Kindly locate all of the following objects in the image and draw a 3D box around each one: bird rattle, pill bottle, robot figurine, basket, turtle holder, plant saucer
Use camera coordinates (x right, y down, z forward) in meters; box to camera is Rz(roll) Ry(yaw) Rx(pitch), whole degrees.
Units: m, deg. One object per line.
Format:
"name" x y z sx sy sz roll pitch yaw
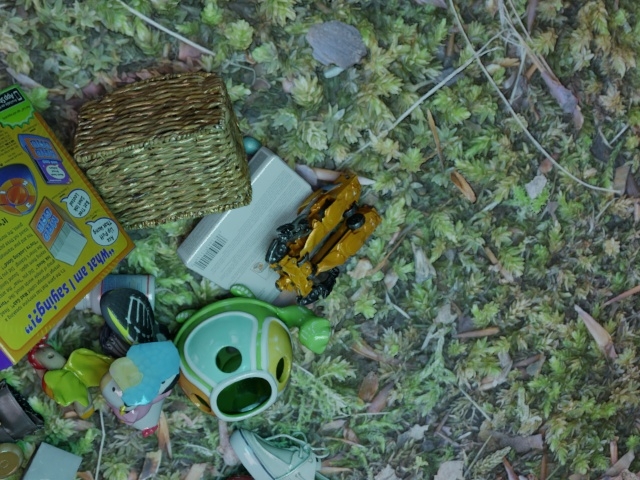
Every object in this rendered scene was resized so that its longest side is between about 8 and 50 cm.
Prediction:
"bird rattle" -0.552 0.275 1.362 0.253 0.143 0.207 21 134 20
"pill bottle" -0.433 0.114 1.398 0.160 0.087 0.087 2 102 -14
"robot figurine" 0.000 0.000 1.430 0.291 0.085 0.211 -45 125 -17
"basket" -0.305 -0.182 1.316 0.299 0.214 0.223 -13 140 1
"turtle holder" -0.149 0.255 1.403 0.320 0.227 0.244 1 118 -19
"plant saucer" -0.667 0.468 1.387 0.083 0.015 0.084 -12 112 -32

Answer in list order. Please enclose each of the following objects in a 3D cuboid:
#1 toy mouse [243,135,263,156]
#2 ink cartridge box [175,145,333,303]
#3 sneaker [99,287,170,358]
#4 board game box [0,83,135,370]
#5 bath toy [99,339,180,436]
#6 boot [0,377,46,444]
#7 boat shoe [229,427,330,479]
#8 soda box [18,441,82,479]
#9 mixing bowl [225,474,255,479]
"toy mouse" -0.173 -0.177 1.425 0.161 0.031 0.143 -24 107 -7
"ink cartridge box" -0.128 -0.017 1.455 0.296 0.066 0.261 -50 133 1
"sneaker" -0.399 0.191 1.345 0.121 0.111 0.300 -4 148 2
"board game box" -0.622 0.013 1.120 0.356 0.356 0.356 -23 110 27
"bath toy" -0.364 0.312 1.332 0.151 0.348 0.129 -3 65 -17
"boot" -0.699 0.451 1.412 0.229 0.091 0.263 -28 114 -15
"boat shoe" -0.050 0.533 1.559 0.156 0.136 0.367 -42 111 -2
"soda box" -0.611 0.578 1.373 0.098 0.091 0.286 30 53 -18
"mixing bowl" -0.176 0.612 1.545 0.181 0.181 0.098 21 55 -17
